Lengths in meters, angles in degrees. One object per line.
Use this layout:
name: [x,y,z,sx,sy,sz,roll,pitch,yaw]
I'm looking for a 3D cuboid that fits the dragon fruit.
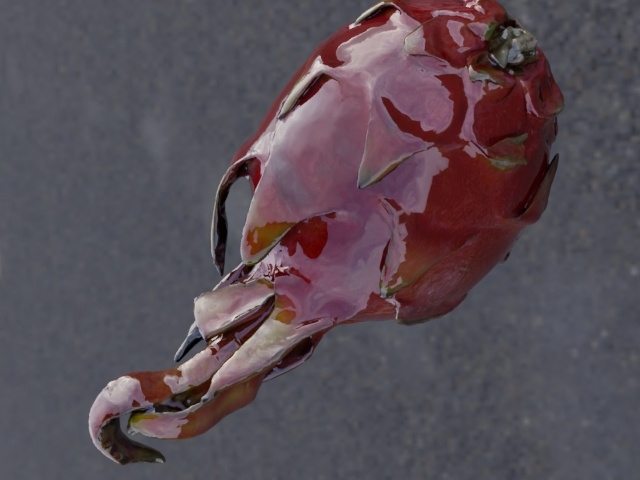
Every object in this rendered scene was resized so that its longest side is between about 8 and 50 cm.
dragon fruit: [0.000,0.000,0.527,0.190,0.094,0.094,-46,40,15]
